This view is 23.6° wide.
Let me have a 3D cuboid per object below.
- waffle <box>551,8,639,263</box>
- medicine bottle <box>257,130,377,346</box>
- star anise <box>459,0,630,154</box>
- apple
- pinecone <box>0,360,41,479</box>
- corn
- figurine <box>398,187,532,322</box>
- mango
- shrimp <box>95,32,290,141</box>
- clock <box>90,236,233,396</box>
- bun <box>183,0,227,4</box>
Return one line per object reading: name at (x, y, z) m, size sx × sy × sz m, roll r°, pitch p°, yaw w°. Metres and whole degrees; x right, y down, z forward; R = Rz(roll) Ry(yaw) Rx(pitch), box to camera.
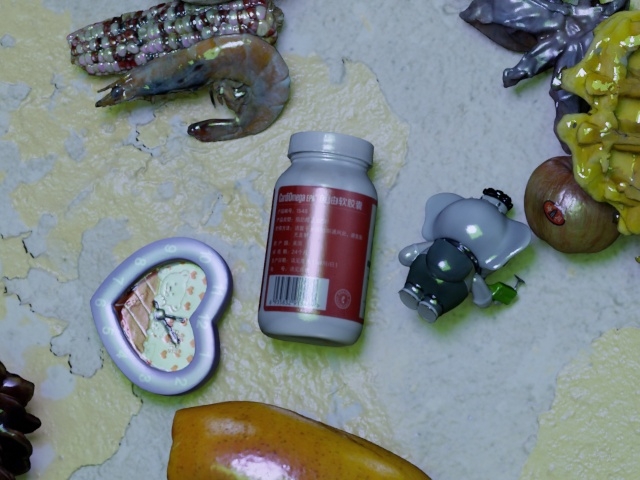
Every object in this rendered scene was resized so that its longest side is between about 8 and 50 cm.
waffle at (0.476, -0.139, 1.779) m, size 0.382 × 0.095 × 0.379 m, roll -43°, pitch 107°, yaw -5°
medicine bottle at (0.000, 0.000, 1.870) m, size 0.131 × 0.131 × 0.250 m, roll 6°, pitch 81°, yaw 9°
star anise at (0.314, -0.236, 1.870) m, size 0.198 × 0.110 × 0.257 m, roll -30°, pitch 62°, yaw 2°
apple at (0.307, -0.042, 1.846) m, size 0.126 × 0.126 × 0.102 m, roll 14°, pitch 117°, yaw 10°
pinecone at (-0.498, 0.266, 1.835) m, size 0.298 × 0.242 × 0.295 m, roll 5°, pitch 79°, yaw 2°
corn at (-0.185, -0.262, 1.964) m, size 0.281 × 0.092 × 0.092 m, roll -12°, pitch 79°, yaw 9°
figurine at (0.172, 0.013, 1.852) m, size 0.147 × 0.126 × 0.192 m, roll 31°, pitch 69°, yaw 21°
mango at (-0.015, 0.302, 1.804) m, size 0.350 × 0.199 × 0.201 m, roll 14°, pitch 111°, yaw -3°
shrimp at (-0.160, -0.182, 1.938) m, size 0.251 × 0.052 × 0.143 m, roll -9°, pitch 120°, yaw 13°
clock at (-0.201, 0.093, 1.915) m, size 0.172 × 0.064 × 0.198 m, roll 8°, pitch 81°, yaw 9°
bun at (-0.133, -0.410, 1.925) m, size 0.239 × 0.141 × 0.239 m, roll -8°, pitch 46°, yaw 8°
